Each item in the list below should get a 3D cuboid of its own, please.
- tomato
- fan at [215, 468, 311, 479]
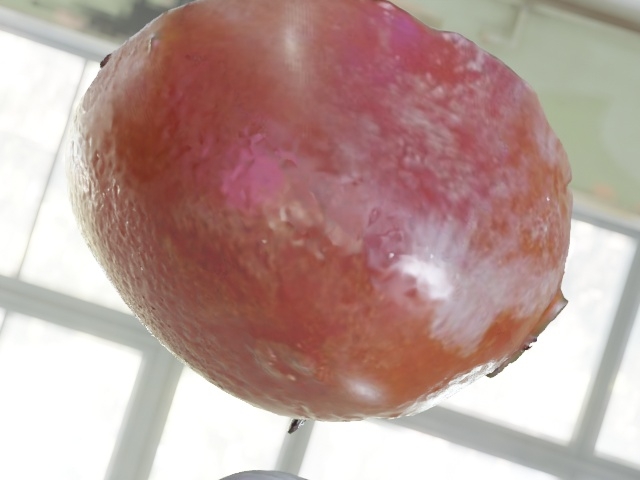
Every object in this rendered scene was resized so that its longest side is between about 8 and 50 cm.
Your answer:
[{"bbox_3d":[0.002,0.006,1.111,0.309,0.309,0.170,18,-144,-21],"label":"tomato"},{"bbox_3d":[0.016,0.124,0.566,0.130,0.074,0.244,41,-175,12],"label":"fan"}]
